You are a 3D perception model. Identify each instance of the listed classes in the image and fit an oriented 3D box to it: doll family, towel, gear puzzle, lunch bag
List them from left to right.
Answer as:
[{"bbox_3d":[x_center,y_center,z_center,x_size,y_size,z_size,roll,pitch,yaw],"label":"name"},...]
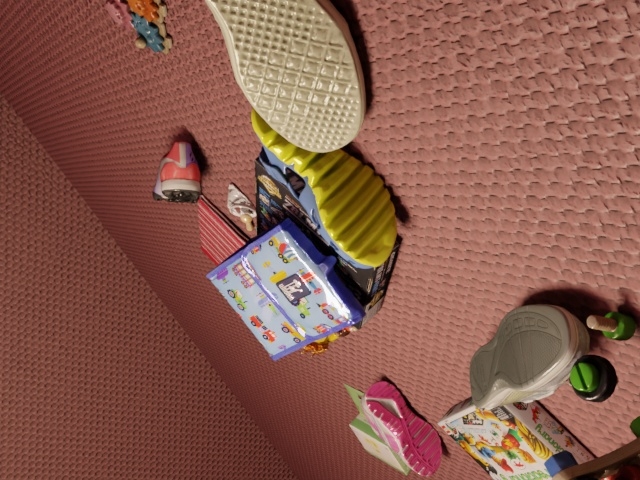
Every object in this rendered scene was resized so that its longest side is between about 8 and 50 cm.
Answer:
[{"bbox_3d":[-0.343,-0.466,1.265,0.175,0.044,0.339,40,156,18],"label":"gear puzzle"},{"bbox_3d":[-0.239,0.016,1.877,0.199,0.031,0.275,43,155,16],"label":"towel"},{"bbox_3d":[-0.047,0.078,1.371,0.221,0.138,0.293,52,145,-5],"label":"lunch bag"},{"bbox_3d":[-0.050,0.176,1.636,0.263,0.118,0.163,24,151,22],"label":"doll family"}]

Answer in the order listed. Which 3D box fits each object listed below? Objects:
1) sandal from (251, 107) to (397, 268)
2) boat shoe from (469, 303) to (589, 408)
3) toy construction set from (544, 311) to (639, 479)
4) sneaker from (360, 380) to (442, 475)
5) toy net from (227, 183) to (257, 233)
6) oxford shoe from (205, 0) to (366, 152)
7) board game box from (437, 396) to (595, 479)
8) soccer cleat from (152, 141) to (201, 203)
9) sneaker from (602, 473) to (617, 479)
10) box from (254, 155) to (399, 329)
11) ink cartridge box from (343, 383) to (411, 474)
[{"bbox_3d":[0.004,-0.090,1.177,0.317,0.126,0.138,55,161,4],"label":"sandal"},{"bbox_3d":[0.312,0.177,1.080,0.320,0.103,0.118,108,162,-61],"label":"boat shoe"},{"bbox_3d":[0.455,0.268,0.862,0.237,0.257,0.309,12,-167,-29],"label":"toy construction set"},{"bbox_3d":[0.186,0.437,1.724,0.252,0.103,0.111,54,161,1],"label":"sneaker"},{"bbox_3d":[-0.143,-0.020,1.628,0.122,0.045,0.232,11,137,56],"label":"toy net"},{"bbox_3d":[-0.068,-0.306,0.953,0.449,0.169,0.130,54,-159,-34],"label":"oxford shoe"},{"bbox_3d":[0.348,0.368,1.367,0.193,0.053,0.305,44,157,9],"label":"board game box"},{"bbox_3d":[-0.329,-0.149,1.707,0.318,0.109,0.116,174,98,-75],"label":"soccer cleat"},{"bbox_3d":[0.473,0.421,1.193,0.128,0.087,0.221,1,128,59],"label":"sneaker"},{"bbox_3d":[0.000,0.000,1.372,0.295,0.073,0.293,41,156,18],"label":"box"},{"bbox_3d":[0.142,0.497,1.942,0.171,0.056,0.235,15,143,53],"label":"ink cartridge box"}]
